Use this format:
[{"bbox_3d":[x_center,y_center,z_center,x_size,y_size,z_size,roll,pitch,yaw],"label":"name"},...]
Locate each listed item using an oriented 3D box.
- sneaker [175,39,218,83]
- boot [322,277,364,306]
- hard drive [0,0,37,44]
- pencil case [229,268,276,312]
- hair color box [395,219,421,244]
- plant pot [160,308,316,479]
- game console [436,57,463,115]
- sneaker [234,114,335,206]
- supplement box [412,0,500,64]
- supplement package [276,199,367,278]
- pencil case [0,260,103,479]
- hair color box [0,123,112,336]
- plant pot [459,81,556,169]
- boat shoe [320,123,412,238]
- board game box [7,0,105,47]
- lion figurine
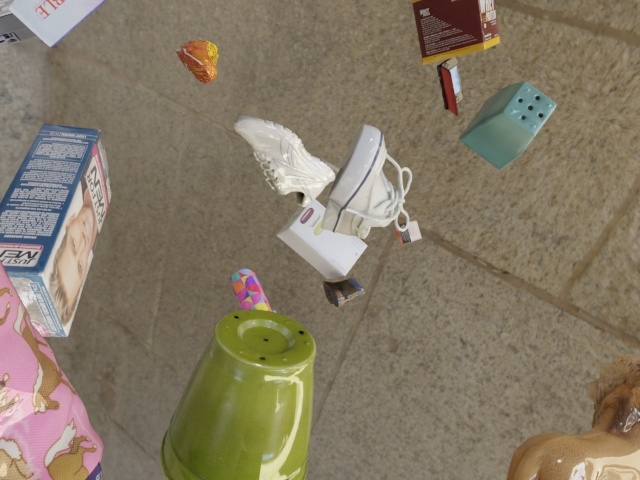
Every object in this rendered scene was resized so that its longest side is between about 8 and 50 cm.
[{"bbox_3d":[-0.213,-0.330,0.797,0.175,0.067,0.064,52,175,47],"label":"sneaker"},{"bbox_3d":[0.078,0.181,1.625,0.219,0.106,0.082,-149,43,-72],"label":"boot"},{"bbox_3d":[-0.657,-0.563,1.020,0.236,0.339,0.064,-7,143,13],"label":"hard drive"},{"bbox_3d":[-0.227,0.204,1.523,0.236,0.104,0.104,55,126,33],"label":"pencil case"},{"bbox_3d":[0.310,-0.030,1.571,0.043,0.141,0.072,-17,87,26],"label":"hair color box"},{"bbox_3d":[-0.167,0.370,1.064,0.366,0.366,0.353,24,111,24],"label":"plant pot"},{"bbox_3d":[0.414,-0.474,1.369,0.085,0.124,0.144,26,146,49],"label":"game console"},{"bbox_3d":[-0.088,-0.182,1.052,0.111,0.297,0.129,28,84,52],"label":"sneaker"},{"bbox_3d":[0.390,-0.637,1.289,0.191,0.129,0.194,3,118,42],"label":"supplement box"},{"bbox_3d":[0.000,0.000,1.638,0.262,0.145,0.204,40,163,-10],"label":"supplement package"},{"bbox_3d":[-0.292,0.038,0.298,0.167,0.160,0.386,-11,104,28],"label":"pencil case"},{"bbox_3d":[-0.458,-0.028,0.773,0.105,0.347,0.174,4,138,-11],"label":"hair color box"},{"bbox_3d":[0.545,-0.337,1.280,0.165,0.234,0.165,37,87,0],"label":"plant pot"},{"bbox_3d":[0.098,-0.075,0.825,0.156,0.136,0.367,21,160,1],"label":"boat shoe"},{"bbox_3d":[-0.301,-0.446,0.674,0.318,0.066,0.318,-38,40,4],"label":"board game box"},{"bbox_3d":[0.339,0.289,0.560,0.142,0.392,0.240,5,93,51],"label":"lion figurine"}]
